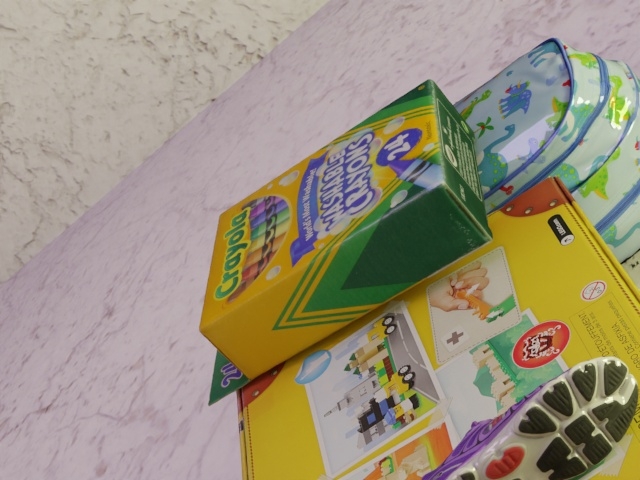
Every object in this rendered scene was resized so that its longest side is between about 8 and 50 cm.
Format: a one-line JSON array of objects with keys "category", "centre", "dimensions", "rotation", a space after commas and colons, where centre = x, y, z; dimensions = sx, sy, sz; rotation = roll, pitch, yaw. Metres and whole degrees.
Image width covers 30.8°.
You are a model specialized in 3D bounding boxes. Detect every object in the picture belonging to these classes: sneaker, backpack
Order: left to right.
[{"category": "backpack", "centre": [0.207, -0.043, 1.238], "dimensions": [0.355, 0.273, 0.290], "rotation": [-20, 26, 19]}, {"category": "sneaker", "centre": [0.131, 0.129, 0.777], "dimensions": [0.170, 0.068, 0.071], "rotation": [-36, 20, 5]}]

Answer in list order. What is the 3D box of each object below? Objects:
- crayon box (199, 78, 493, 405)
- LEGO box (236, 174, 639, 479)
[{"category": "crayon box", "centre": [0.000, 0.000, 1.119], "dimensions": [0.323, 0.083, 0.203], "rotation": [-33, 27, 21]}, {"category": "LEGO box", "centre": [0.141, 0.212, 0.924], "dimensions": [0.372, 0.193, 0.500], "rotation": [-33, 26, 11]}]
